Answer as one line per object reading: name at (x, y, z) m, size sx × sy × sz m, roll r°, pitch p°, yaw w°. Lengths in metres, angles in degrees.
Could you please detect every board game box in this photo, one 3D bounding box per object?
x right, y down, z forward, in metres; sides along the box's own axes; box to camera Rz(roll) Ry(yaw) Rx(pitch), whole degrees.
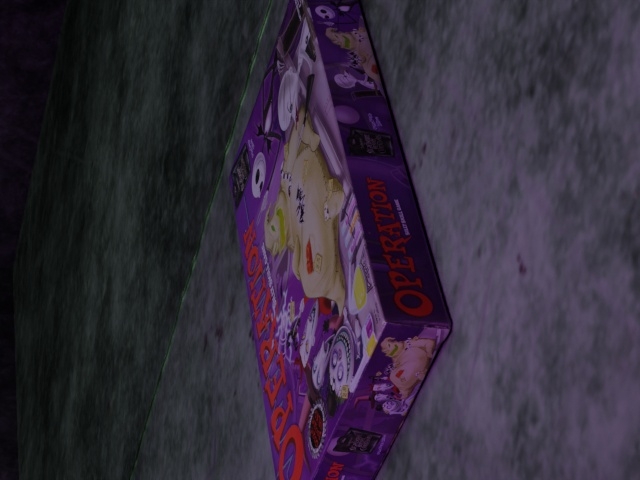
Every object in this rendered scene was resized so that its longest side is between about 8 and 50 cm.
board game box at (0.000, 0.000, 1.022) m, size 0.347 × 0.056 × 0.208 m, roll -102°, pitch 22°, yaw -45°
